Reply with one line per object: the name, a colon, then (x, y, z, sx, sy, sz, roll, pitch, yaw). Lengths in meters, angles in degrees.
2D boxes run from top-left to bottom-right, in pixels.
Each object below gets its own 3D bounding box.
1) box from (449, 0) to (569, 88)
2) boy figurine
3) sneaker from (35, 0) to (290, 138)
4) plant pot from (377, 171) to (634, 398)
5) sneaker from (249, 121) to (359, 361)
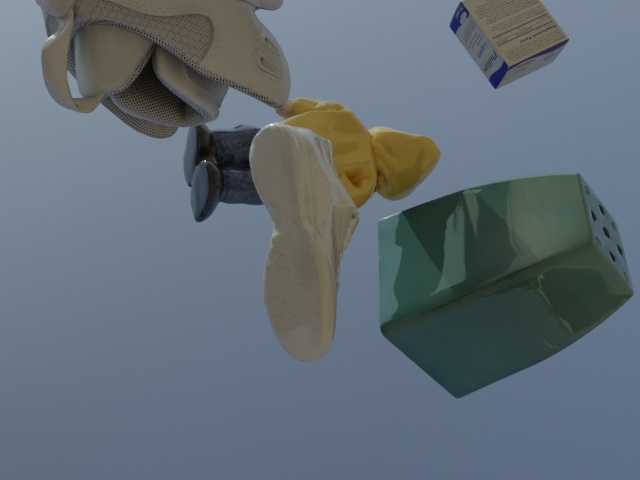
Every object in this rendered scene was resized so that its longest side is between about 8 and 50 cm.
box: (0.297, -0.329, 1.477, 0.126, 0.072, 0.137, -27, -106, -19)
boy figurine: (-0.006, -0.092, 1.037, 0.285, 0.092, 0.177, -6, -123, -24)
sneaker: (-0.055, -0.182, 0.639, 0.366, 0.137, 0.210, -8, -89, -50)
plant pot: (0.207, 0.037, 1.025, 0.166, 0.234, 0.165, 43, -145, -37)
sneaker: (0.000, 0.000, 0.833, 0.094, 0.080, 0.212, 2, -101, -45)
